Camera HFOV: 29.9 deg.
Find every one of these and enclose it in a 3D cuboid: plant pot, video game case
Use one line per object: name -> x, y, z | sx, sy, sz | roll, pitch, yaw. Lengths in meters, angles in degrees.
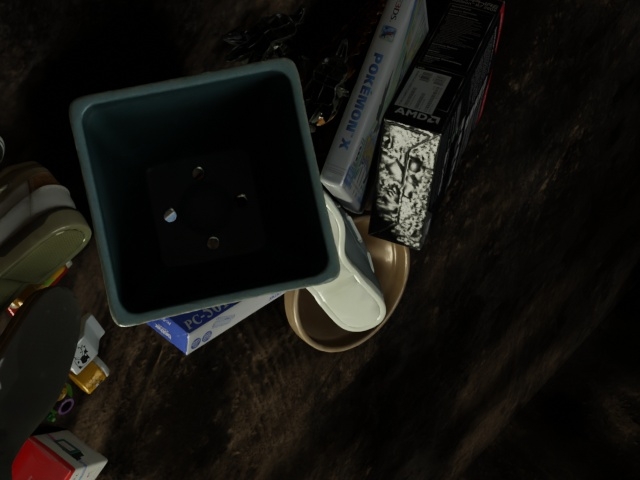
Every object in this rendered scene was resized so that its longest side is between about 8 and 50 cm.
plant pot -> -0.132, -0.048, 1.386 | 0.247, 0.248, 0.252 | -12, 179, -5
plant pot -> 0.022, 0.051, 1.925 | 0.237, 0.109, 0.237 | -19, 122, -33
video game case -> 0.084, -0.196, 1.684 | 0.329, 0.036, 0.300 | 35, 76, -81

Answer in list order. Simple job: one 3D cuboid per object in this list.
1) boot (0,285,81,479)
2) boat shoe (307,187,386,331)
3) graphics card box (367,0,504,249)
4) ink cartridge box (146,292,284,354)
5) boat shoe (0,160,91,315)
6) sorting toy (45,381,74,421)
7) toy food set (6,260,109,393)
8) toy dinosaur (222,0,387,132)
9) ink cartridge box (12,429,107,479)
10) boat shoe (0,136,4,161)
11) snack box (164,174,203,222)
boot -> -0.367, 0.178, 1.303 | 0.112, 0.115, 0.305 | 35, 79, -53
boat shoe -> 0.000, 0.000, 1.755 | 0.116, 0.099, 0.319 | -23, 127, 14
graphics card box -> 0.180, -0.190, 1.832 | 0.233, 0.094, 0.371 | 96, 15, -45
ink cartridge box -> -0.149, 0.077, 1.718 | 0.207, 0.097, 0.046 | -31, 145, -39
boat shoe -> -0.386, 0.035, 1.270 | 0.302, 0.103, 0.113 | -34, 161, 4
sorting toy -> -0.352, 0.212, 1.596 | 0.061, 0.042, 0.102 | -45, 152, -19
toy food set -> -0.305, 0.075, 1.434 | 0.104, 0.111, 0.232 | -47, 141, -19
toy dinosaur -> -0.035, -0.204, 1.587 | 0.218, 0.164, 0.322 | 71, 38, -75
ink cartridge box -> -0.376, 0.329, 1.577 | 0.134, 0.078, 0.231 | -55, 172, -1
boat shoe -> -0.398, -0.050, 1.190 | 0.219, 0.070, 0.078 | -30, 144, -40
snack box -> -0.212, -0.011, 1.597 | 0.178, 0.022, 0.064 | -42, 150, -25
